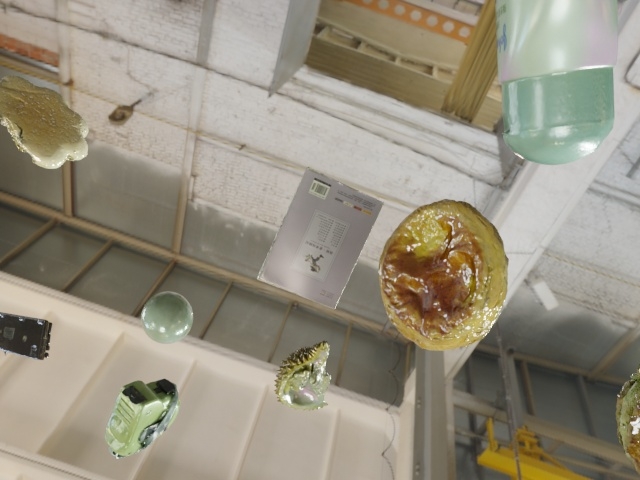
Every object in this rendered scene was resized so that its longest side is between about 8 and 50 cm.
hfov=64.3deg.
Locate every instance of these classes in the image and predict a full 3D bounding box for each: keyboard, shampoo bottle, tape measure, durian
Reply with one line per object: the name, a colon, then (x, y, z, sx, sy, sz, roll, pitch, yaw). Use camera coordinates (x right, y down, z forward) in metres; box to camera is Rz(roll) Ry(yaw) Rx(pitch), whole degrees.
keyboard: (-0.772, 0.237, 1.281, 0.317, 0.106, 0.027, 1, 171, 34)
shampoo bottle: (0.319, -0.279, 0.699, 0.151, 0.349, 0.222, -6, -169, 12)
tape measure: (-0.407, 0.409, 1.182, 0.106, 0.200, 0.175, 33, -161, 23)
durian: (-0.051, 0.427, 1.598, 0.166, 0.306, 0.172, 24, -145, 19)

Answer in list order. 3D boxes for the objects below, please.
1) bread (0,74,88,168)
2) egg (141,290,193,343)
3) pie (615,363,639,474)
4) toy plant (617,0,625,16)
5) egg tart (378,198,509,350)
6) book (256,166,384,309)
bread: (-0.626, -0.276, 1.140, 0.251, 0.039, 0.182, 48, -139, 2)
egg: (-0.459, 0.229, 1.528, 0.149, 0.149, 0.192, 4, -169, -20)
pie: (0.743, 0.364, 1.010, 0.288, 0.354, 0.103, -11, -168, 2)
toy plant: (0.500, -0.477, 0.860, 0.112, 0.232, 0.243, 12, -152, 3)
egg tart: (0.368, 0.105, 1.498, 0.178, 0.443, 0.443, 10, -147, -43)
book: (0.000, 0.000, 0.744, 0.127, 0.181, 0.014, 23, -171, -7)
